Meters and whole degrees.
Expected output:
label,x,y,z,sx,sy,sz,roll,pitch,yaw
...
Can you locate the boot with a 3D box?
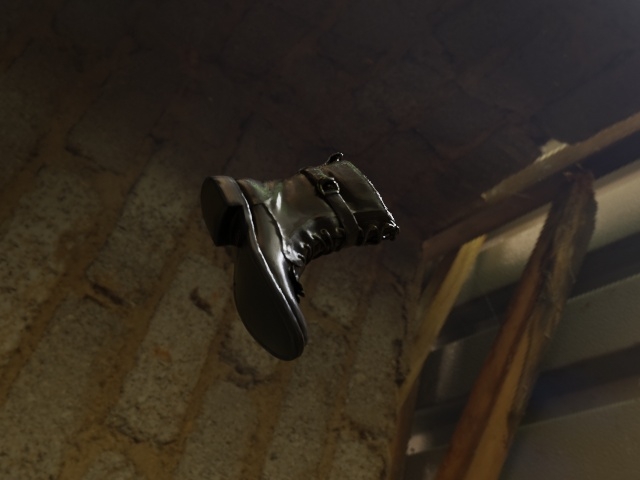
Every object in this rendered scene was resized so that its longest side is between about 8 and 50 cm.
label,x,y,z,sx,sy,sz,roll,pitch,yaw
boot,0.000,0.000,0.775,0.263,0.229,0.091,65,-35,25
